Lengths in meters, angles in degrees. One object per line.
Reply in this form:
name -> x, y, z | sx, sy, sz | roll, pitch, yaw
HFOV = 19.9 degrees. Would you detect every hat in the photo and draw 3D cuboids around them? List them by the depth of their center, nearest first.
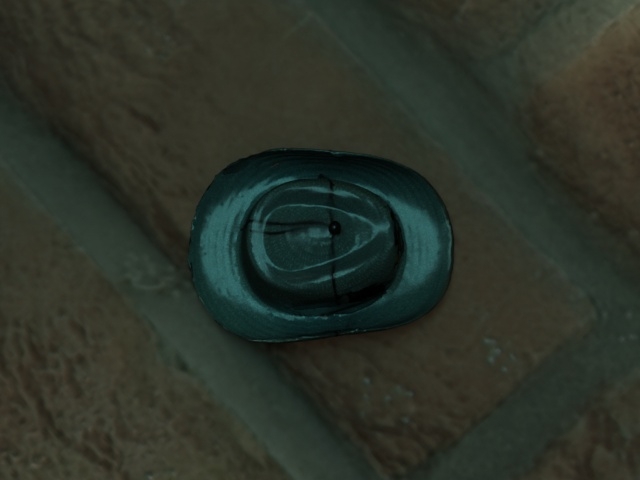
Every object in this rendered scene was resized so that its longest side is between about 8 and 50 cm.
hat -> 0.000, 0.000, 1.266 | 0.191, 0.078, 0.138 | -4, 79, 0
